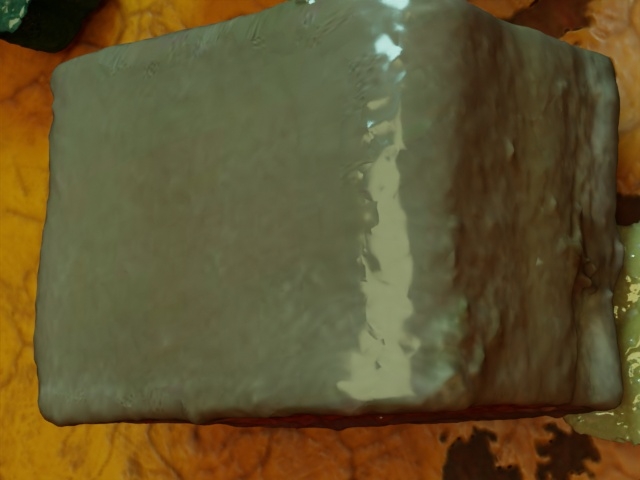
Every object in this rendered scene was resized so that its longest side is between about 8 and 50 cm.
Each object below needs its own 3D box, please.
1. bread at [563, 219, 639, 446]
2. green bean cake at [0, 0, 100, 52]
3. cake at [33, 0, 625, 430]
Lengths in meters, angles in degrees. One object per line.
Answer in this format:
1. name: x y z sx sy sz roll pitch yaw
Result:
1. bread: 0.255 0.046 0.882 0.251 0.039 0.181 10 88 26
2. green bean cake: -0.222 -0.258 1.105 0.208 0.107 0.193 41 97 23
3. cake: 0.000 0.000 0.883 0.309 0.237 0.230 -9 76 34
